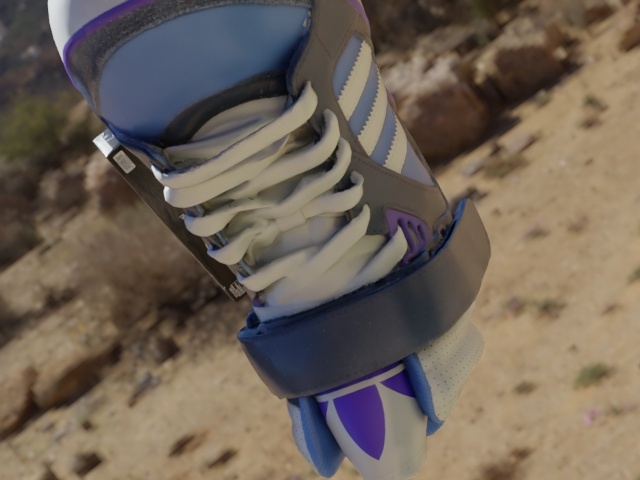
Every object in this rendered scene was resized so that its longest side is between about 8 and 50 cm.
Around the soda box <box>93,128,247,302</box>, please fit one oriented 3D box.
[{"bbox_3d":[-0.105,-0.031,1.252,0.053,0.169,0.060,-41,25,-4],"label":"soda box"}]

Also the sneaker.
[{"bbox_3d":[0.000,0.000,0.752,0.130,0.236,0.323,-24,-17,11],"label":"sneaker"}]
